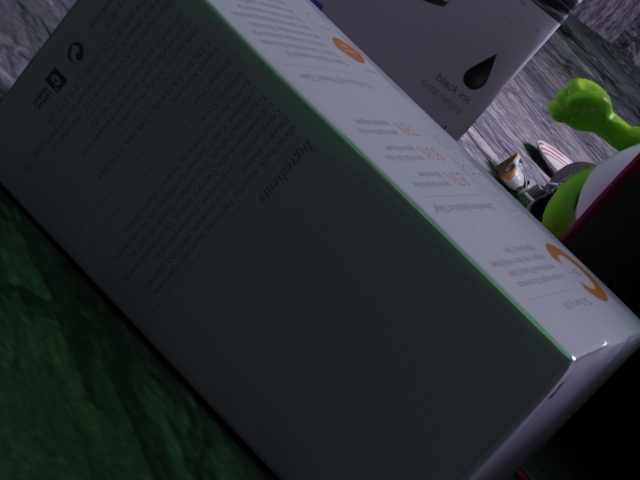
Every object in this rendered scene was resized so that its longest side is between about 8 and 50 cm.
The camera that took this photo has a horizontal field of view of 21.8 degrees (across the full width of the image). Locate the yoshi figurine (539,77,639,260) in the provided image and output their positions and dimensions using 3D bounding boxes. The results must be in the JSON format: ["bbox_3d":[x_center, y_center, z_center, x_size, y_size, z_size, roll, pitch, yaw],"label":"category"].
[{"bbox_3d":[0.311,-0.074,1.538,0.203,0.362,0.203,40,17,-7],"label":"yoshi figurine"}]

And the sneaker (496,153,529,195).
[{"bbox_3d":[0.228,-0.075,1.952,0.037,0.032,0.083,52,19,-12],"label":"sneaker"}]

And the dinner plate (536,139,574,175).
[{"bbox_3d":[0.339,-0.082,2.230,0.141,0.017,0.141,36,18,-14],"label":"dinner plate"}]

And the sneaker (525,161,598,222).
[{"bbox_3d":[0.279,-0.039,1.830,0.115,0.105,0.281,35,16,-10],"label":"sneaker"}]

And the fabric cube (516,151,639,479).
[{"bbox_3d":[0.303,0.116,1.224,0.258,0.259,0.254,25,22,-49],"label":"fabric cube"}]

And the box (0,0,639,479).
[{"bbox_3d":[0.000,0.000,0.994,0.345,0.168,0.215,45,16,15],"label":"box"}]

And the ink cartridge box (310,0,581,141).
[{"bbox_3d":[0.101,-0.295,1.572,0.285,0.395,0.166,36,17,-16],"label":"ink cartridge box"}]
